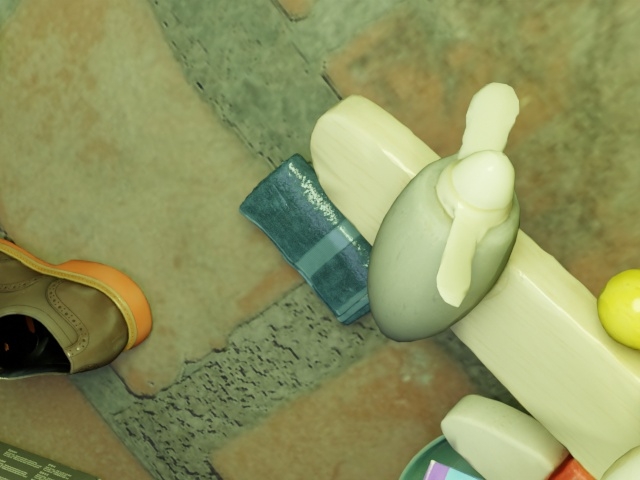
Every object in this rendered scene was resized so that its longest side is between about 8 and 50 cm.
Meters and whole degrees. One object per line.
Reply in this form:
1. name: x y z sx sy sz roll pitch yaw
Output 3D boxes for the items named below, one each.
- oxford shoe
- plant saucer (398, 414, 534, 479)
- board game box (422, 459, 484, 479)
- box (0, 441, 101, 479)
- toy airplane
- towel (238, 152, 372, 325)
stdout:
1. oxford shoe: -0.274 0.061 1.101 0.271 0.098 0.097 2 118 35
2. plant saucer: 0.194 0.248 0.916 0.317 0.043 0.318 19 127 27
3. board game box: 0.132 0.214 0.551 0.233 0.078 0.347 21 158 11
4. box: -0.339 0.312 1.324 0.307 0.076 0.243 12 123 30
5. toy airplane: 0.181 0.106 0.642 0.386 0.272 0.385 2 112 29
6. towel: 0.000 0.000 0.910 0.119 0.029 0.067 50 133 -1
